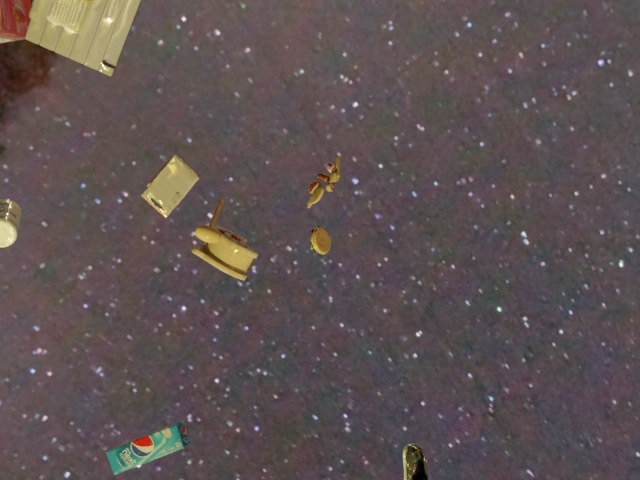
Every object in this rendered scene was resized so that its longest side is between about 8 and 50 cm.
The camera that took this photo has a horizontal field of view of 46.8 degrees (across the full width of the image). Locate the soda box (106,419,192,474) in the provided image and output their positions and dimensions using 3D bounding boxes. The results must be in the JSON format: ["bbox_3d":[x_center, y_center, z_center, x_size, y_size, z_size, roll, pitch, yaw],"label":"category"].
[{"bbox_3d":[-0.458,0.554,1.981,0.210,0.067,0.071,-23,175,6],"label":"soda box"}]

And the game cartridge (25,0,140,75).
[{"bbox_3d":[-0.541,-0.591,1.746,0.355,0.230,0.068,-57,-164,29],"label":"game cartridge"}]

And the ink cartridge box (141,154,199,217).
[{"bbox_3d":[-0.276,-0.095,1.335,0.029,0.063,0.115,-24,-152,48],"label":"ink cartridge box"}]

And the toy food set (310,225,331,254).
[{"bbox_3d":[0.000,0.000,2.147,0.020,0.082,0.083,-13,-119,40],"label":"toy food set"}]

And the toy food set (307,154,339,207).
[{"bbox_3d":[0.012,-0.125,1.558,0.122,0.019,0.078,-39,-139,46],"label":"toy food set"}]

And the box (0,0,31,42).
[{"bbox_3d":[-0.917,-0.714,2.053,0.154,0.300,0.142,-3,-176,16],"label":"box"}]

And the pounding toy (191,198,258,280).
[{"bbox_3d":[-0.221,-0.002,1.869,0.155,0.154,0.269,-61,180,3],"label":"pounding toy"}]

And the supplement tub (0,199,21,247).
[{"bbox_3d":[-0.699,-0.038,1.625,0.071,0.071,0.107,-37,-147,6],"label":"supplement tub"}]

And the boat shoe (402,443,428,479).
[{"bbox_3d":[0.189,0.471,1.445,0.040,0.049,0.142,162,-79,-69],"label":"boat shoe"}]
